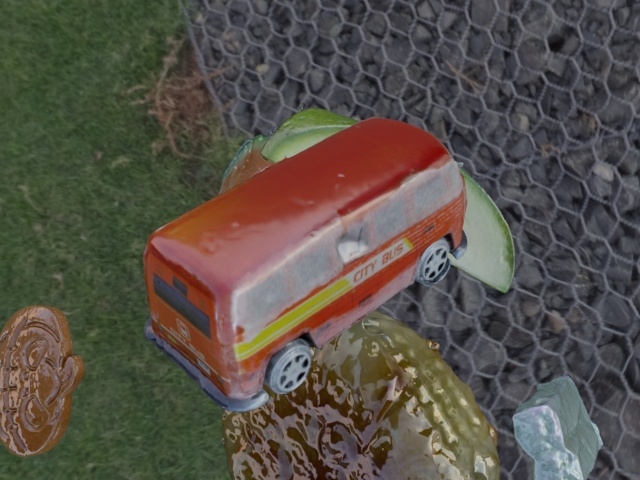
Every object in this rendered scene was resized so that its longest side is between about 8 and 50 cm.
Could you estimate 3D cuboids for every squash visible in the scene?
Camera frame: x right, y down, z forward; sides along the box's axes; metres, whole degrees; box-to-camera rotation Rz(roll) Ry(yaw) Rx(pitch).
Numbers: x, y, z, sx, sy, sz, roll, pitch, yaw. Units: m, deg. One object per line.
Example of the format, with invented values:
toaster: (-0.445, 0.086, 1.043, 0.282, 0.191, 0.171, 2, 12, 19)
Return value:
squash: (0.099, -0.062, 0.970, 0.289, 0.203, 0.111, 30, 90, 31)

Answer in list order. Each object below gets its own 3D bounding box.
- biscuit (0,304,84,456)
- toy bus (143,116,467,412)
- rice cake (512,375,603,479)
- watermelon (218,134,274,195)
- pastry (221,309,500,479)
biscuit: (-0.174, 0.084, 0.491, 0.078, 0.015, 0.091, -16, 73, 33)
toy bus: (0.000, 0.000, 0.390, 0.079, 0.174, 0.077, 32, 140, 37)
rice cake: (0.219, 0.174, 0.737, 0.040, 0.226, 0.085, -26, 77, 19)
watermelon: (-0.086, -0.088, 1.432, 0.292, 0.319, 0.222, -43, 69, 32)
pastry: (0.022, 0.144, 0.532, 0.182, 0.093, 0.192, -44, 73, 32)
